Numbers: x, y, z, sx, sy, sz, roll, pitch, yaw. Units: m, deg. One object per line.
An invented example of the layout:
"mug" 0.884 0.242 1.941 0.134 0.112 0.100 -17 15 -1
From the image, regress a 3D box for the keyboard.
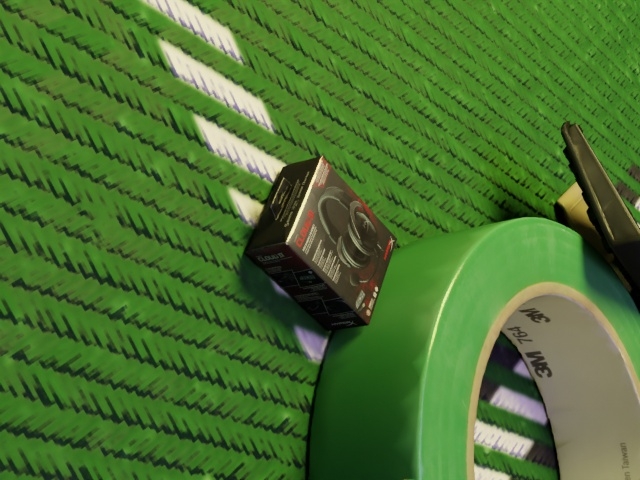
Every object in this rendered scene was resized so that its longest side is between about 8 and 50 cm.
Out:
"keyboard" 0.266 0.053 0.743 0.317 0.033 0.201 38 26 -50

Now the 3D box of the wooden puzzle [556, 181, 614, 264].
"wooden puzzle" 0.223 -0.012 0.804 0.116 0.014 0.078 -26 95 -49

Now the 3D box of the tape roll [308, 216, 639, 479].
"tape roll" 0.127 0.148 0.600 0.321 0.077 0.321 17 68 -47

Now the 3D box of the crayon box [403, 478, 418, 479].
"crayon box" 0.006 0.250 0.368 0.278 0.081 0.165 -40 110 -27

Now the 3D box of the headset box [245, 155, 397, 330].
"headset box" 0.000 0.000 0.528 0.083 0.032 0.062 47 48 -32
